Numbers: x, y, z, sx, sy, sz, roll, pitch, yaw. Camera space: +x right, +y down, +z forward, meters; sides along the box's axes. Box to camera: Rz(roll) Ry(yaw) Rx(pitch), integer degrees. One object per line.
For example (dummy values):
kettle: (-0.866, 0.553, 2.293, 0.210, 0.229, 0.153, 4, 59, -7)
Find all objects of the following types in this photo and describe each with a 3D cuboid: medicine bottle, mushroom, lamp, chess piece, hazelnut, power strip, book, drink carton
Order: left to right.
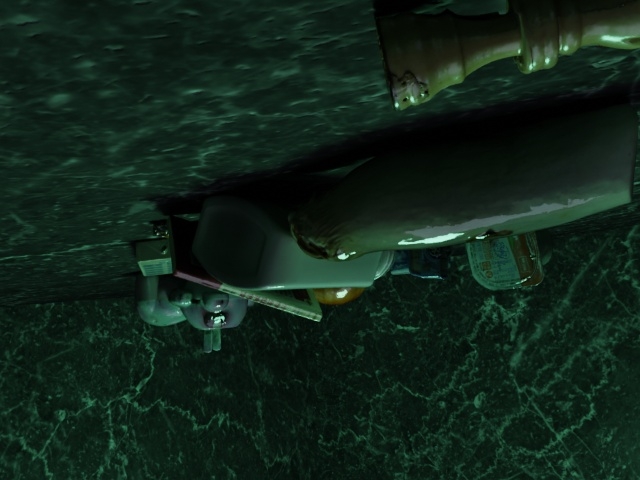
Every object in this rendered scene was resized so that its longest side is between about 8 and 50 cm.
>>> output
power strip: (-0.324, 0.036, 1.440, 0.106, 0.043, 0.367, -7, 174, -13)
lamp: (-0.348, 0.183, 1.914, 0.301, 0.248, 0.247, -2, 173, 16)
book: (-0.115, 0.040, 1.031, 0.231, 0.022, 0.162, 21, -159, -25)
medicine bottle: (-0.017, 0.007, 1.026, 0.179, 0.124, 0.324, 22, -170, 38)
hazelnut: (0.033, 0.046, 1.498, 0.182, 0.182, 0.182, -8, 174, -1)
mushroom: (0.151, -0.057, 0.795, 0.396, 0.126, 0.177, -12, -178, 7)
drink carton: (0.493, 0.014, 1.779, 0.191, 0.186, 0.189, -14, -177, 36)
chess piece: (0.120, -0.124, 0.407, 0.171, 0.060, 0.060, -12, 174, 8)

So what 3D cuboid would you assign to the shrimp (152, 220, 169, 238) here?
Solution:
shrimp: (-0.178, -0.021, 1.117, 0.166, 0.049, 0.161, 8, 167, -41)

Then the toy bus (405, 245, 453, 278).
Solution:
toy bus: (0.151, -0.021, 0.977, 0.061, 0.153, 0.051, -4, 176, 28)

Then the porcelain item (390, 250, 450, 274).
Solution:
porcelain item: (0.232, 0.018, 1.649, 0.147, 0.114, 0.147, -6, 173, -1)
